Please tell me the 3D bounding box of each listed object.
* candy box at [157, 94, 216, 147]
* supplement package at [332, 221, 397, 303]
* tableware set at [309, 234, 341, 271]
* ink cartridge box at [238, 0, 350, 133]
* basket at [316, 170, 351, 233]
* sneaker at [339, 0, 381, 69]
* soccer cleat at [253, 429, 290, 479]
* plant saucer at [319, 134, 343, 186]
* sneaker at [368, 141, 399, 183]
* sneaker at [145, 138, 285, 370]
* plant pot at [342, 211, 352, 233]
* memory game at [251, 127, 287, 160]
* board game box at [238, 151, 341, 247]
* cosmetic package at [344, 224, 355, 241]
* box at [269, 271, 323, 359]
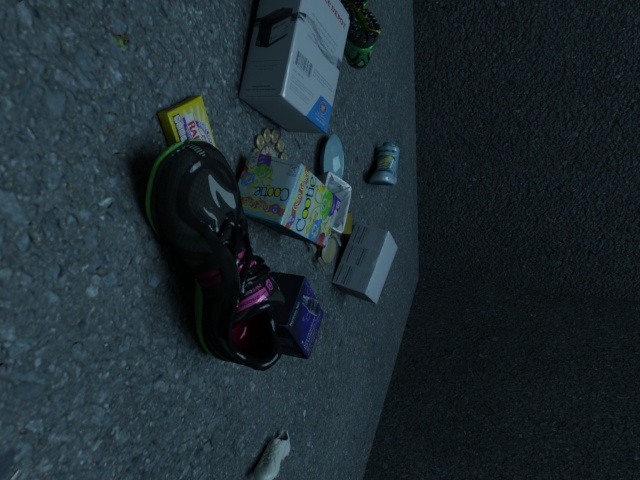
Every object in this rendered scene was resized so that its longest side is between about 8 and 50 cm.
[{"bbox_3d":[-0.235,-0.159,0.808,0.105,0.027,0.206,-61,148,-50],"label":"candy box"},{"bbox_3d":[0.185,0.094,1.694,0.262,0.145,0.204,-67,154,-11],"label":"supplement package"},{"bbox_3d":[0.000,0.000,1.422,0.128,0.039,0.194,-59,143,-27],"label":"tableware set"},{"bbox_3d":[-0.053,-0.443,1.015,0.223,0.129,0.308,17,83,-61],"label":"ink cartridge box"},{"bbox_3d":[0.013,-0.108,1.302,0.113,0.103,0.167,29,63,-38],"label":"basket"},{"bbox_3d":[0.081,-0.674,1.313,0.146,0.134,0.344,107,-23,-59],"label":"sneaker"},{"bbox_3d":[-0.134,0.597,1.176,0.196,0.068,0.076,-1,90,-75],"label":"soccer cleat"},{"bbox_3d":[0.032,-0.262,1.445,0.195,0.037,0.195,4,90,-68],"label":"plant saucer"},{"bbox_3d":[0.300,-0.364,1.992,0.319,0.127,0.208,-32,127,-75],"label":"sneaker"},{"bbox_3d":[-0.158,0.044,0.776,0.185,0.202,0.483,-39,132,-36],"label":"sneaker"},{"bbox_3d":[0.056,-0.062,1.500,0.083,0.081,0.081,-10,104,-57],"label":"plant pot"},{"bbox_3d":[-0.129,-0.195,1.088,0.186,0.012,0.186,5,90,-68],"label":"memory game"},{"bbox_3d":[-0.073,-0.090,1.043,0.275,0.144,0.142,29,79,-67],"label":"board game box"},{"bbox_3d":[0.139,-0.021,1.760,0.115,0.041,0.060,40,58,-64],"label":"cosmetic package"},{"bbox_3d":[-0.084,0.207,1.155,0.207,0.108,0.153,68,35,-50],"label":"box"}]
